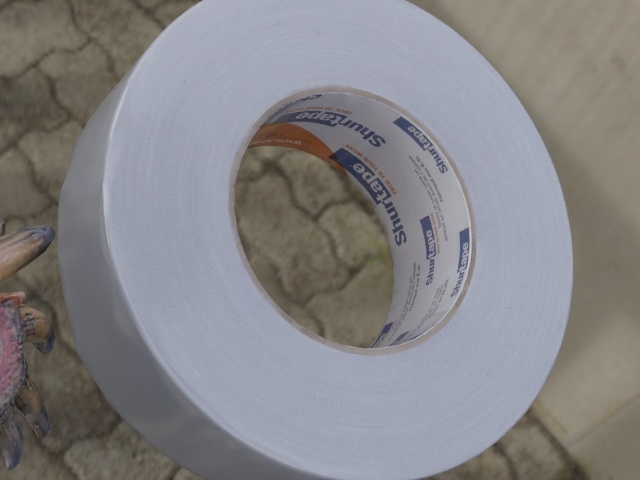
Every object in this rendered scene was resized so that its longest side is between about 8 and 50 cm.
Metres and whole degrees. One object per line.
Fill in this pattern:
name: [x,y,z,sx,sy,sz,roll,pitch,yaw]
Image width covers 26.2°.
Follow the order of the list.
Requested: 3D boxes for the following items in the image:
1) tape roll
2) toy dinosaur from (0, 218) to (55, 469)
tape roll: [0.000,0.000,0.596,0.219,0.072,0.219,9,70,-25]
toy dinosaur: [-0.187,0.016,0.445,0.200,0.127,0.296,-35,42,-4]
